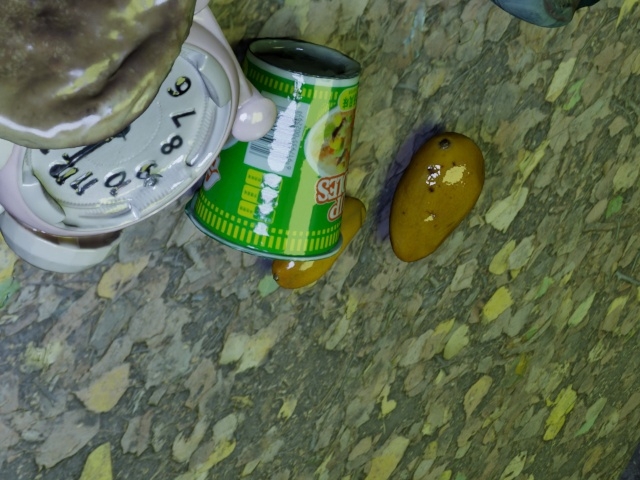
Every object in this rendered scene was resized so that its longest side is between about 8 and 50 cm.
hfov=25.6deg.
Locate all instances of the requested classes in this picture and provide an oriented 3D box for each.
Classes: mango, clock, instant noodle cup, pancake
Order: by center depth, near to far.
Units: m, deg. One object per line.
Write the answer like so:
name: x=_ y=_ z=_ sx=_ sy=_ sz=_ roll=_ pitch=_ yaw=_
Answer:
pancake: x=-0.252 y=-0.229 z=1.309 sx=0.294 sy=0.294 sz=0.049 roll=-46 pitch=-175 yaw=-8
clock: x=-0.240 y=-0.141 z=1.485 sx=0.326 sy=0.184 sz=0.342 roll=-41 pitch=142 yaw=-8
instant noodle cup: x=-0.047 y=-0.120 z=1.750 sx=0.207 sy=0.207 sz=0.233 roll=-13 pitch=125 yaw=-46
mango: x=0.000 y=0.000 z=2.025 sx=0.190 sy=0.075 sz=0.098 roll=-40 pitch=163 yaw=-25
mango: x=0.175 y=-0.063 z=2.150 sx=0.147 sy=0.109 sz=0.227 roll=-17 pitch=137 yaw=-48

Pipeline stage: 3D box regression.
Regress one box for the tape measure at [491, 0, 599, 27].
tape measure: x=0.334 y=-0.429 z=1.944 sx=0.256 sy=0.147 sz=0.275 roll=-29 pitch=141 yaw=-31
